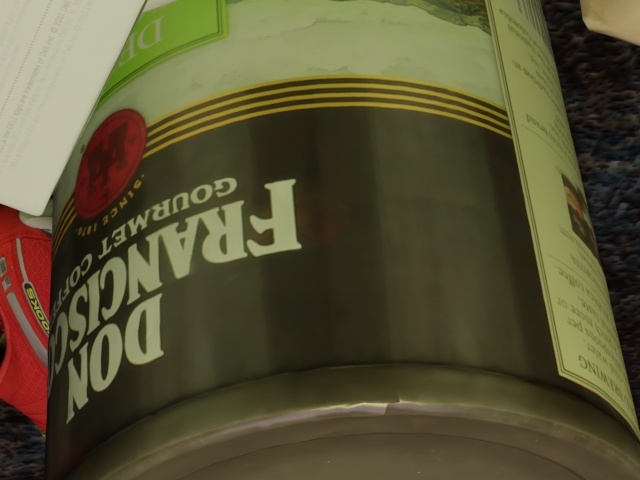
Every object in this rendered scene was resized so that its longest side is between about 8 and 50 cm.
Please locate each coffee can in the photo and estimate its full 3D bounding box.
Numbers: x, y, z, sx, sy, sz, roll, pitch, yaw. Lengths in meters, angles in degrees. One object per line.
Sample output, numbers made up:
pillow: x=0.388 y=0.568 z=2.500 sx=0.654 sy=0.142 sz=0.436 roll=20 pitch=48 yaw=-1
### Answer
coffee can: x=0.000 y=0.000 z=0.606 sx=0.201 sy=0.275 sz=0.201 roll=-4 pitch=142 yaw=-3

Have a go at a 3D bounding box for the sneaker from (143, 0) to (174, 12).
sneaker: x=-0.148 y=-0.164 z=0.500 sx=0.321 sy=0.125 sz=0.180 roll=-3 pitch=143 yaw=-4

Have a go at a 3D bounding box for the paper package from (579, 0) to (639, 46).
paper package: x=0.272 y=-0.162 z=0.440 sx=0.309 sy=0.168 sz=0.325 roll=13 pitch=148 yaw=-20

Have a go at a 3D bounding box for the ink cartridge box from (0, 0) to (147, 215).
ink cartridge box: x=-0.155 y=-0.093 z=0.459 sx=0.209 sy=0.062 sz=0.109 roll=19 pitch=132 yaw=-17

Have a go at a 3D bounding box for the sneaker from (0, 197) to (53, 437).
sneaker: x=-0.119 y=0.068 z=0.848 sx=0.118 sy=0.107 sz=0.279 roll=10 pitch=140 yaw=10
